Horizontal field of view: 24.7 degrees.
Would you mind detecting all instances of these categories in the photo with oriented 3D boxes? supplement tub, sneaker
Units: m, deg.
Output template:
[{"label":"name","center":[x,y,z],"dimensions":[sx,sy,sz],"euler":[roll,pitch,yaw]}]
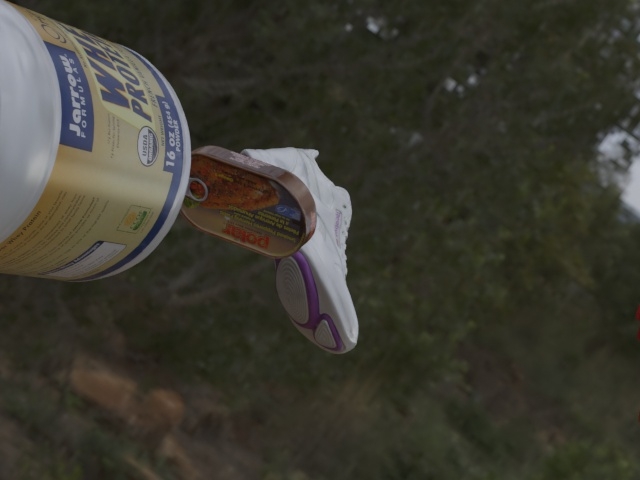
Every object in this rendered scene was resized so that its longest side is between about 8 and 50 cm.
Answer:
[{"label":"supplement tub","center":[-0.277,-0.086,1.244],"dimensions":[0.228,0.228,0.316],"euler":[38,11,23]},{"label":"sneaker","center":[0.000,0.000,1.915],"dimensions":[0.152,0.114,0.305],"euler":[-12,67,-31]}]

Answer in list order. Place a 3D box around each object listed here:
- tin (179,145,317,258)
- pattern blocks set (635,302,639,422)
[{"label":"tin","center":[-0.089,-0.045,1.693],"dimensions":[0.189,0.106,0.040],"euler":[21,31,24]},{"label":"pattern blocks set","center":[0.389,0.062,1.405],"dimensions":[0.026,0.285,0.325],"euler":[25,30,-6]}]
